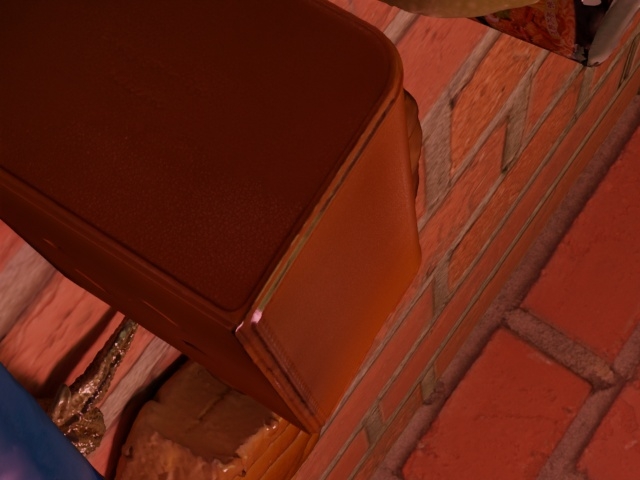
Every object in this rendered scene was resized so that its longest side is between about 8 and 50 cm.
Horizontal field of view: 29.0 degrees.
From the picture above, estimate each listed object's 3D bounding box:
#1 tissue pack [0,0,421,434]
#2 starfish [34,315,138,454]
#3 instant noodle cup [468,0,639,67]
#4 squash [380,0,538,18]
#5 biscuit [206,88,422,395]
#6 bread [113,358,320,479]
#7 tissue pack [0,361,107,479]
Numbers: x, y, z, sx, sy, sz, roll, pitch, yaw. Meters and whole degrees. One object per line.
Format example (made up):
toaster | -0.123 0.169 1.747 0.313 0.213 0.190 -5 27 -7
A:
tissue pack | -0.056 -0.025 0.626 0.145 0.194 0.274 -54 166 -10
starfish | -0.174 0.127 0.851 0.217 0.050 0.223 -57 178 -22
instant noodle cup | 0.164 -0.244 0.896 0.230 0.182 0.230 -52 164 -21
squash | 0.109 -0.220 0.701 0.220 0.220 0.133 -49 160 -27
biscuit | -0.001 -0.001 1.019 0.274 0.091 0.213 -68 160 -2
bread | -0.080 0.183 1.143 0.246 0.111 0.239 -42 160 -45
tissue pack | -0.197 0.101 0.420 0.198 0.146 0.263 -51 146 -21
